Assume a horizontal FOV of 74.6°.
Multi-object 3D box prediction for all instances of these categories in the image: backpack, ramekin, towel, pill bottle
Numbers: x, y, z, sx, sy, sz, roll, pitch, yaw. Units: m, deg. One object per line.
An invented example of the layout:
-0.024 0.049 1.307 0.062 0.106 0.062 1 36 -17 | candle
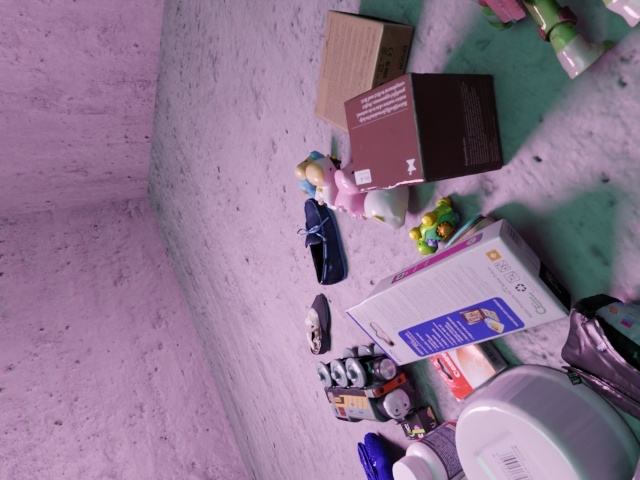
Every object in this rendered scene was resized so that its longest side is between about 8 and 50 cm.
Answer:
0.431 0.165 0.558 0.182 0.115 0.151 48 158 54 | backpack
0.370 0.371 0.719 0.277 0.135 0.276 28 124 51 | ramekin
0.165 0.664 1.079 0.308 0.077 0.227 170 88 -87 | towel
0.248 0.473 0.901 0.108 0.180 0.107 26 122 51 | pill bottle

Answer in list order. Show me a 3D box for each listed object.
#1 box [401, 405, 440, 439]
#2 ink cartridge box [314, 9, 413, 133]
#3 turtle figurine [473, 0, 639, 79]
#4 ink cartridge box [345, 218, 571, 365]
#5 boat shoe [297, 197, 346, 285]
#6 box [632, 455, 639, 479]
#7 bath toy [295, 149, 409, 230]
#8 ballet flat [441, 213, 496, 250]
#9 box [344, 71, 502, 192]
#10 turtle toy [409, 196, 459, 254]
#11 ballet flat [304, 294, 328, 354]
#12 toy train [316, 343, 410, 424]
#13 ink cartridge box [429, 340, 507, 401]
0.240 0.445 1.023 0.083 0.052 0.062 -47 63 55 | box
0.085 -0.362 0.924 0.193 0.088 0.234 44 136 42 | ink cartridge box
0.314 -0.370 0.559 0.266 0.275 0.198 48 119 6 | turtle figurine
0.228 0.117 0.776 0.175 0.069 0.371 47 132 -9 | ink cartridge box
0.000 0.000 1.189 0.109 0.089 0.258 -36 71 56 | boat shoe
0.486 0.355 0.508 0.183 0.056 0.230 14 82 53 | box
0.076 -0.132 1.000 0.348 0.152 0.128 27 88 50 | bath toy
0.247 0.078 0.834 0.106 0.108 0.316 51 142 13 | ballet flat
0.180 -0.185 0.737 0.169 0.203 0.166 1 102 56 | box
0.228 -0.021 0.843 0.066 0.095 0.130 42 140 11 | turtle toy
-0.013 0.274 1.332 0.074 0.074 0.202 18 116 53 | ballet flat
0.111 0.388 1.122 0.334 0.142 0.190 -35 76 59 | toy train
0.284 0.246 0.886 0.145 0.045 0.179 58 141 30 | ink cartridge box
